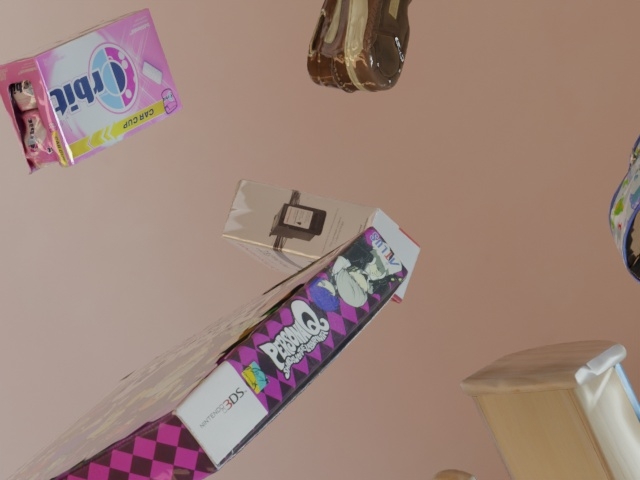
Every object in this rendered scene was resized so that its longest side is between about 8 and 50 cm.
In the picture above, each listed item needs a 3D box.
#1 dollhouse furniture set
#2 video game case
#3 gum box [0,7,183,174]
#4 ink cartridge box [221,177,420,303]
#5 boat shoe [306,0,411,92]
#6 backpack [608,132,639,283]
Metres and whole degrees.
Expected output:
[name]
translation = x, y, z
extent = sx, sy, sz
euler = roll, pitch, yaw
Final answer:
[dollhouse furniture set]
translation = 0.265, 0.124, 1.269
extent = 0.286, 0.303, 0.198
euler = -14, -79, 62
[video game case]
translation = -0.084, 0.095, 0.947
extent = 0.232, 0.210, 0.042
euler = -32, -83, 39
[gum box]
translation = -0.224, -0.144, 1.673
extent = 0.062, 0.188, 0.107
euler = -9, -74, 36
[ink cartridge box]
translation = 0.000, 0.000, 1.613
extent = 0.150, 0.063, 0.109
euler = 13, -12, 29
[boat shoe]
translation = 0.043, -0.258, 1.694
extent = 0.095, 0.257, 0.095
euler = -4, -36, 34
[backpack]
translation = 0.211, -0.025, 0.931
extent = 0.105, 0.114, 0.084
euler = 25, 17, -13
